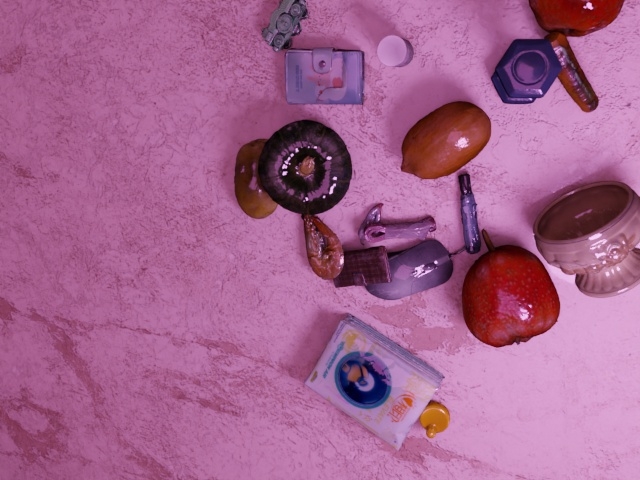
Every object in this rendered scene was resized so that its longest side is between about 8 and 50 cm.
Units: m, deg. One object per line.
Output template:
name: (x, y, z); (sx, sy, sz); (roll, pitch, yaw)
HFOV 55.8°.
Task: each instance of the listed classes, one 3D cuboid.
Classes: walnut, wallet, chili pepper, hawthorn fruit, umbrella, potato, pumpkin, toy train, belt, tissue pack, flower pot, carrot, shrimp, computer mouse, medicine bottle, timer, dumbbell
walnut: (0.356, -0.291, 1.778); (0.297, 0.203, 0.203); (-29, 96, 24)
wallet: (0.012, -0.509, 1.878); (0.250, 0.075, 0.176); (4, 112, 14)
chili pepper: (0.163, -0.054, 1.976); (0.050, 0.041, 0.153); (18, 113, -28)
hawthorn fruit: (0.547, 0.140, 1.813); (0.284, 0.284, 0.369); (-20, 90, 19)
umbrella: (0.463, -0.082, 1.873); (0.053, 0.052, 0.251); (-7, 95, 0)
potato: (-0.221, -0.198, 2.005); (0.160, 0.111, 0.272); (6, 107, 12)
hawthorn fruit: (0.673, -0.658, 1.566); (0.258, 0.262, 0.258); (0, 70, -1)
pumpkin: (-0.043, -0.223, 1.889); (0.300, 0.207, 0.301); (-1, 103, -5)
toy train: (-0.114, -0.675, 1.867); (0.104, 0.071, 0.178); (38, 110, 11)
belt: (0.254, -0.030, 1.934); (0.231, 0.053, 0.071); (-5, 110, 5)
tissue pack: (0.177, 0.467, 2.031); (0.388, 0.162, 0.287); (33, 109, 13)
wallet: (0.126, 0.088, 1.979); (0.230, 0.042, 0.125); (-9, 96, 38)
flower pot: (0.782, 0.009, 1.699); (0.307, 0.307, 0.244); (-30, 111, 20)
carrot: (0.689, -0.458, 1.658); (0.070, 0.070, 0.260); (-36, 120, 21)
shrimp: (0.000, 0.000, 2.006); (0.145, 0.061, 0.267); (-24, 80, 40)
computer mouse: (0.312, 0.091, 1.952); (0.379, 0.090, 0.167); (-25, 98, 18)
medicine bottle: (0.219, -0.546, 1.750); (0.086, 0.183, 0.086); (4, 106, 15)
timer: (0.387, 0.608, 2.057); (0.107, 0.109, 0.107); (4, 105, 14)
dumbbell: (0.542, -0.444, 1.614); (0.144, 0.325, 0.160); (-28, 92, 15)
